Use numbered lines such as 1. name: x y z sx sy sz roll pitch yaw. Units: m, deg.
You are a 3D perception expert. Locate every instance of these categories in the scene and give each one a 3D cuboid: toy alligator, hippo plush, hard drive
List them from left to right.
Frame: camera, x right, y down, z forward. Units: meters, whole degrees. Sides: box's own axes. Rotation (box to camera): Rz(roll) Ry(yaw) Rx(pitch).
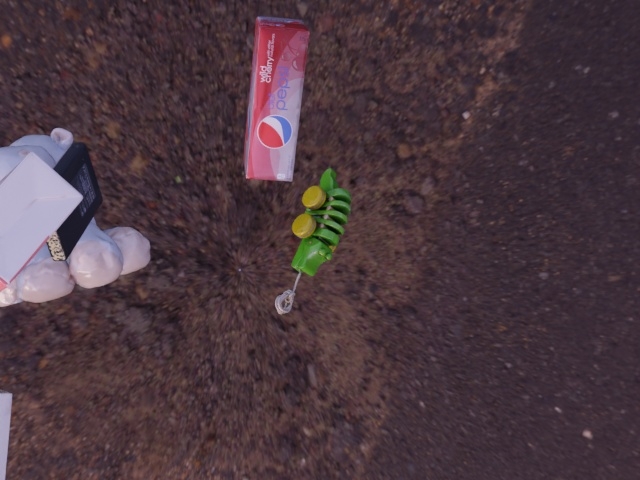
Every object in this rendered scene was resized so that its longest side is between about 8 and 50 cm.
1. hippo plush: -0.395 -0.052 1.320 0.234 0.294 0.237 -10 101 17
2. hard drive: -0.316 -0.051 1.080 0.022 0.135 0.094 -2 124 10
3. toy alligator: 0.000 0.000 0.999 0.056 0.051 0.190 39 62 -43

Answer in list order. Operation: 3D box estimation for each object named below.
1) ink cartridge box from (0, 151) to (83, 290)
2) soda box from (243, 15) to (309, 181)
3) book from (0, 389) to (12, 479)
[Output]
1. ink cartridge box: -0.322 -0.001 0.838 0.067 0.198 0.115 43 57 -19
2. soda box: -0.078 -0.237 1.450 0.083 0.092 0.263 3 115 -10
3. book: -0.361 0.222 0.844 0.096 0.035 0.144 5 87 -43
